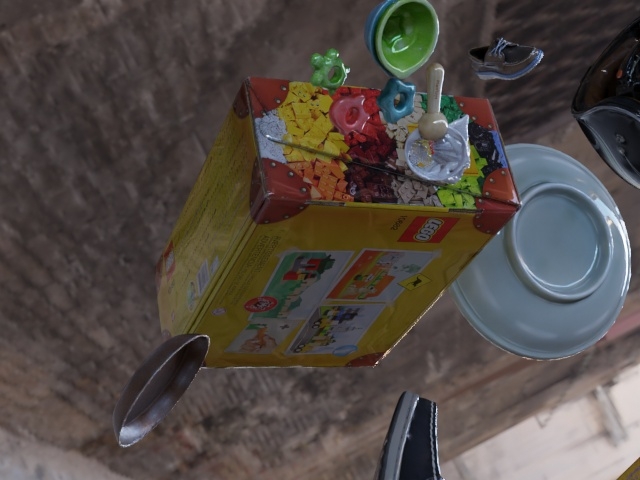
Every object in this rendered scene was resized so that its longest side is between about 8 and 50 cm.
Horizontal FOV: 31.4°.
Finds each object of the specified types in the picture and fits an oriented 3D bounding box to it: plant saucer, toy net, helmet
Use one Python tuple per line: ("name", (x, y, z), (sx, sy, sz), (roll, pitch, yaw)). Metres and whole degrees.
("plant saucer", (-0.199, 0.176, 1.388), (0.029, 0.168, 0.168), (36, -12, 14))
("plant saucer", (0.407, 0.010, 2.030), (0.400, 0.400, 0.100), (63, -25, 1))
("toy net", (0.083, -0.113, 1.036), (0.045, 0.122, 0.232), (29, -17, 46))
("helmet", (0.324, -0.112, 1.013), (0.161, 0.169, 0.169), (35, -1, -8))

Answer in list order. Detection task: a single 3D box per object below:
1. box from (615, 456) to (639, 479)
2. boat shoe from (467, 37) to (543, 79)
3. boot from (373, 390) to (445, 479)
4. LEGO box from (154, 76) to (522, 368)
("box", (0.261, 0.207, 0.779), (0.028, 0.081, 0.136), (1, 43, -46))
("boat shoe", (0.347, -0.350, 2.182), (0.066, 0.066, 0.183), (44, -22, -24))
("boot", (0.192, 0.356, 1.272), (0.138, 0.284, 0.377), (96, 2, -48))
("LEGO box", (0.000, 0.000, 1.680), (0.500, 0.372, 0.193), (125, -40, -51))
